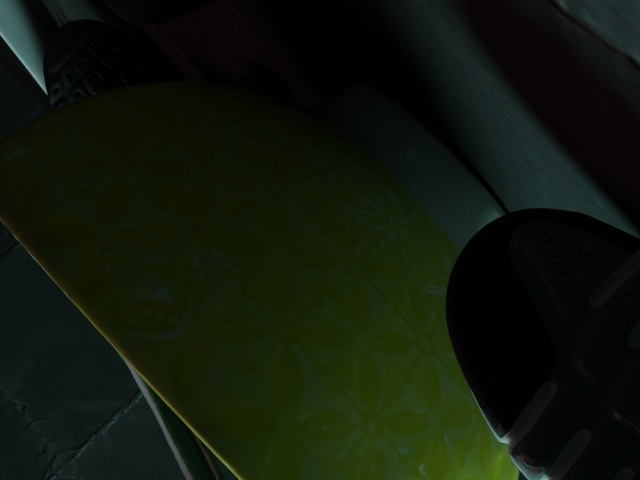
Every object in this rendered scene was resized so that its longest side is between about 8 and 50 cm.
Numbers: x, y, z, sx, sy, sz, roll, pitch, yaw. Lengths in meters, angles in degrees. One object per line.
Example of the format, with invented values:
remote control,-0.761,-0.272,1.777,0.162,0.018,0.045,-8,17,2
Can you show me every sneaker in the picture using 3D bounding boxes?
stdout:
sneaker,0.136,0.089,0.531,0.229,0.086,0.132,43,176,18
sneaker,-0.132,-0.069,1.238,0.286,0.109,0.130,53,177,-35

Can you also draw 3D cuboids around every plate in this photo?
plate,-0.298,-0.259,1.236,0.278,0.045,0.277,57,176,-31

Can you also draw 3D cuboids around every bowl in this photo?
bowl,-0.001,0.024,0.684,0.289,0.156,0.289,46,173,7

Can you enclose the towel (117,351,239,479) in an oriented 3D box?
towel,-0.071,0.134,1.157,0.248,0.038,0.325,62,-176,0

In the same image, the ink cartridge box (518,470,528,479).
ink cartridge box,0.131,0.238,1.131,0.279,0.160,0.384,42,171,35

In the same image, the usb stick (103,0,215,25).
usb stick,-0.074,-0.134,0.679,0.077,0.045,0.278,47,174,-13

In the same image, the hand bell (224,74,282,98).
hand bell,-0.067,-0.062,0.944,0.126,0.126,0.242,47,162,-5
